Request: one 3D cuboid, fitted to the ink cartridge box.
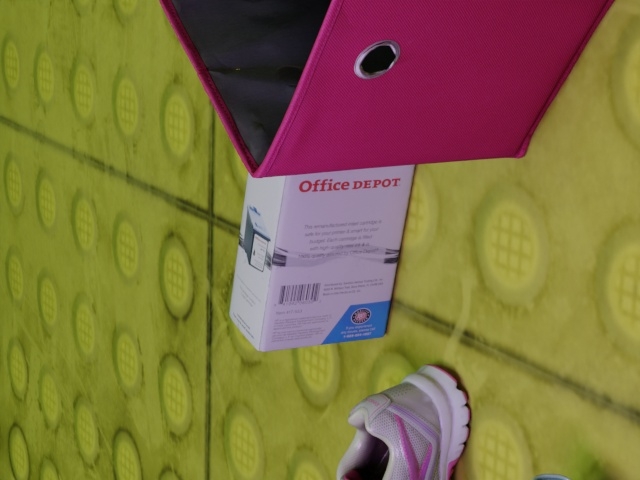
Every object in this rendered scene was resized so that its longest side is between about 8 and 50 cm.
[{"bbox_3d":[0.000,0.000,1.356,0.082,0.139,0.191,41,129,52],"label":"ink cartridge box"}]

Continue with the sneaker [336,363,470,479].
[{"bbox_3d":[0.066,0.243,1.315,0.103,0.111,0.252,12,106,59],"label":"sneaker"}]

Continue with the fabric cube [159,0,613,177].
[{"bbox_3d":[0.050,-0.225,1.111,0.259,0.258,0.254,62,143,33],"label":"fabric cube"}]

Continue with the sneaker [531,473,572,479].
[{"bbox_3d":[0.165,0.245,1.158,0.256,0.094,0.151,12,112,49],"label":"sneaker"}]
